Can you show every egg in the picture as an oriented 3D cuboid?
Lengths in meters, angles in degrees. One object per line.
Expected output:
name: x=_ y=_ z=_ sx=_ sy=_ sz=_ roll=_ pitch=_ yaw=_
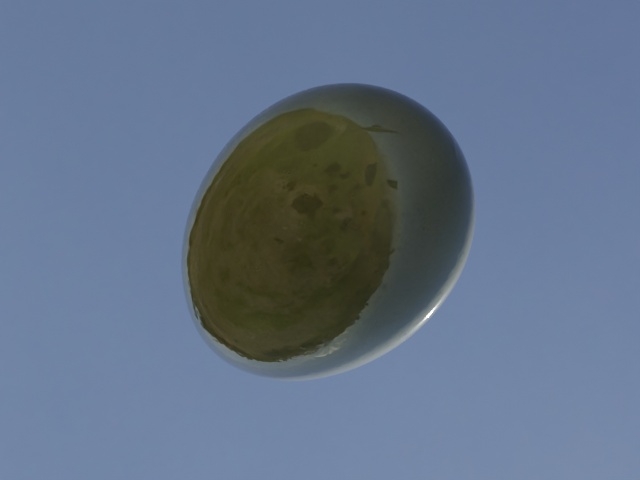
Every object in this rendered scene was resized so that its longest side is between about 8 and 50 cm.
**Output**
egg: x=0.000 y=0.000 z=1.410 sx=0.253 sy=0.189 sz=0.188 roll=-50 pitch=-121 yaw=36
